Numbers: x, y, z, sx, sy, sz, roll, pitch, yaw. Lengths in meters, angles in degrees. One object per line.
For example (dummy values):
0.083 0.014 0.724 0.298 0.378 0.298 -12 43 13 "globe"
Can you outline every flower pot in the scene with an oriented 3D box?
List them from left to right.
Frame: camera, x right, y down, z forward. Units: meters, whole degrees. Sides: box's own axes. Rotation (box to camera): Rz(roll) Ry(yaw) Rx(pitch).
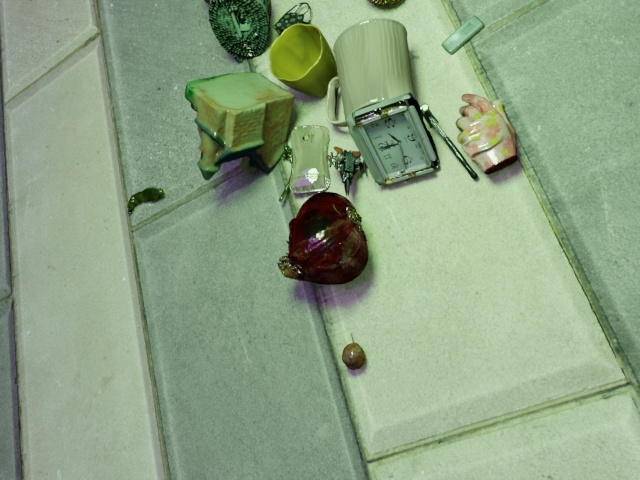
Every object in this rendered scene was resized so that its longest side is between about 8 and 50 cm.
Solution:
-0.037 -0.551 1.723 0.195 0.179 0.195 -7 75 27 "flower pot"

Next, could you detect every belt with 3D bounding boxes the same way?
-0.267 -0.775 1.867 0.206 0.295 0.161 -6 65 9 "belt"

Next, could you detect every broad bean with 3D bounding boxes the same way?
-0.646 -0.161 2.019 0.195 0.046 0.061 -24 78 26 "broad bean"

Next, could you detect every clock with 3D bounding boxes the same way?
0.203 -0.272 1.502 0.186 0.253 0.083 -14 39 24 "clock"

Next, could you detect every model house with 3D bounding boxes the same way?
-0.264 -0.343 1.727 0.245 0.312 0.280 38 133 27 "model house"

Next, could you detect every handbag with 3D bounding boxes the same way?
-0.083 -0.755 1.868 0.115 0.072 0.139 22 84 34 "handbag"

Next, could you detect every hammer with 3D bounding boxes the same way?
0.355 -0.266 1.504 0.029 0.103 0.246 -37 76 15 "hammer"

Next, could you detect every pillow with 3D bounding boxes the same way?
-0.033 -0.257 1.719 0.130 0.038 0.233 -3 75 13 "pillow"

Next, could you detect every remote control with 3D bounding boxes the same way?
0.412 -0.597 1.590 0.124 0.018 0.053 -40 63 13 "remote control"

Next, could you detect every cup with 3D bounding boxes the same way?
0.128 -0.462 1.591 0.288 0.208 0.273 -11 73 15 "cup"

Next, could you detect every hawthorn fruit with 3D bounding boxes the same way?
0.092 0.301 1.500 0.066 0.067 0.103 -13 44 24 "hawthorn fruit"

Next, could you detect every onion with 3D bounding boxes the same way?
0.016 -0.010 1.523 0.280 0.221 0.281 -15 63 31 "onion"

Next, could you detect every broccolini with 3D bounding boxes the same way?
-0.103 -0.213 1.742 0.052 0.054 0.194 4 71 -1 "broccolini"

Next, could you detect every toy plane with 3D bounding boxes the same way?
0.080 -0.203 1.598 0.189 0.130 0.061 -91 17 -44 "toy plane"

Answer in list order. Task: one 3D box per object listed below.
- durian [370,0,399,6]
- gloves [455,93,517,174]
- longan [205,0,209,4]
0.197 -0.803 1.699 0.168 0.137 0.158 -18 48 14 "durian"
0.428 -0.298 1.445 0.145 0.126 0.241 -31 72 23 "gloves"
-0.336 -0.944 1.970 0.245 0.215 0.246 -2 65 4 "longan"
